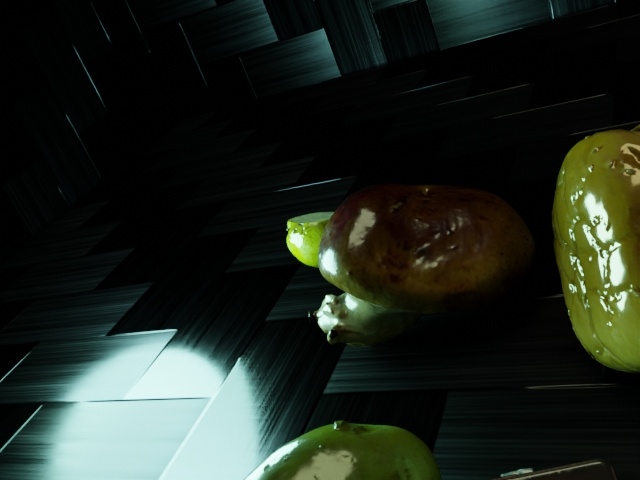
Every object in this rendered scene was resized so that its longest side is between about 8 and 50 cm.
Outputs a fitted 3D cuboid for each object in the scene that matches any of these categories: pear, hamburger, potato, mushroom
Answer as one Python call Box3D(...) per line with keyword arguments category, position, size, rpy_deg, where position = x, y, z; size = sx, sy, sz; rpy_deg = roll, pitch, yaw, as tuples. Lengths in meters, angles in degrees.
Box3D(category="pear", position=(0.000, 0.000, 1.400), size=(0.141, 0.103, 0.141), rpy_deg=(-3, 10, 0))
Box3D(category="hamburger", position=(0.376, 0.007, 0.817), size=(0.158, 0.318, 0.318), rpy_deg=(-10, 25, -1))
Box3D(category="potato", position=(0.013, 0.294, 0.748), size=(0.253, 0.148, 0.186), rpy_deg=(-19, 48, -9))
Box3D(category="mushroom", position=(0.153, 0.040, 1.116), size=(0.346, 0.259, 0.345), rpy_deg=(5, 14, -1))

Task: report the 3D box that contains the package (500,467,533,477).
Box3D(category="package", position=(0.215, 0.286, 0.745), size=(0.037, 0.015, 0.110), rpy_deg=(-20, 23, 18))

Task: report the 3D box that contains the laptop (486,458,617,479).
Box3D(category="laptop", position=(0.184, 0.295, 0.638), size=(0.207, 0.026, 0.153), rpy_deg=(-17, 63, 10))
